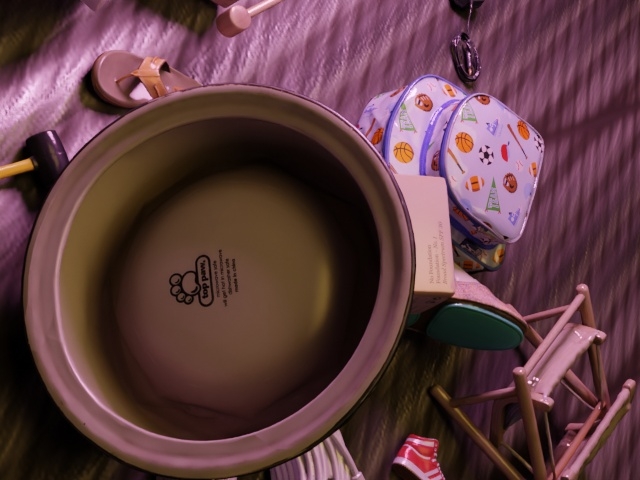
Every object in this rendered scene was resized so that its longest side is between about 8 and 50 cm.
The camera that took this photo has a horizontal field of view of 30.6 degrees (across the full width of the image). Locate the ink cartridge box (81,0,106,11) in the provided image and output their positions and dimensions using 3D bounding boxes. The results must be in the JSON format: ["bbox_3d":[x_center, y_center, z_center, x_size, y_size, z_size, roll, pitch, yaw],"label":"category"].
[{"bbox_3d":[-0.264,-0.412,1.328,0.207,0.119,0.353,39,60,-6],"label":"ink cartridge box"}]

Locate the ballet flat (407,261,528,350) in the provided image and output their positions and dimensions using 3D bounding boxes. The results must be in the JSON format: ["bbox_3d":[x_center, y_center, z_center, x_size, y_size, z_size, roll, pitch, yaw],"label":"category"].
[{"bbox_3d":[0.141,0.071,1.588,0.316,0.107,0.106,13,53,-23],"label":"ballet flat"}]

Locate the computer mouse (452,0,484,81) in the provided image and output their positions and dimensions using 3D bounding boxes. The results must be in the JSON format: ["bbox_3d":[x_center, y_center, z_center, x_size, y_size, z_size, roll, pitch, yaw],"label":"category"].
[{"bbox_3d":[0.241,-0.377,1.945,0.071,0.041,0.242,13,73,-32],"label":"computer mouse"}]

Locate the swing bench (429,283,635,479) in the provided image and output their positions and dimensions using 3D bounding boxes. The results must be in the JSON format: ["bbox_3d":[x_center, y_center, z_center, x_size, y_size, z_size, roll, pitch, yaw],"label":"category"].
[{"bbox_3d":[0.334,0.245,1.717,0.253,0.165,0.255,-41,106,-45],"label":"swing bench"}]

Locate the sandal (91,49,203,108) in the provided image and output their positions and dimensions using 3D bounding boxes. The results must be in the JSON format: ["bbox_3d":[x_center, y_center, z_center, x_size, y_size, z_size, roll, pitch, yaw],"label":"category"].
[{"bbox_3d":[-0.198,-0.192,1.423,0.180,0.049,0.072,12,67,-42],"label":"sandal"}]

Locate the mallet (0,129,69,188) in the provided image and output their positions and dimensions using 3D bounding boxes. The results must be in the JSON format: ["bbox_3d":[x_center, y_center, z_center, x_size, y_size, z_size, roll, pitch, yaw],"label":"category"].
[{"bbox_3d":[-0.346,-0.060,1.242,0.189,0.039,0.062,-32,96,-42],"label":"mallet"}]

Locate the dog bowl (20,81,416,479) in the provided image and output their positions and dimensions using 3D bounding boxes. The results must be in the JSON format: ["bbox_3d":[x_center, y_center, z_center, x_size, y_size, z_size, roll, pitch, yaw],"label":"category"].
[{"bbox_3d":[-0.093,0.049,1.220,0.150,0.408,0.408,51,33,-70],"label":"dog bowl"}]

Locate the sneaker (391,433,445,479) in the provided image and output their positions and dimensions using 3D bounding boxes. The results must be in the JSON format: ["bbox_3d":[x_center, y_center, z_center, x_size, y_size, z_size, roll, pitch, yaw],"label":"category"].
[{"bbox_3d":[0.152,0.314,1.598,0.118,0.042,0.067,45,52,-21],"label":"sneaker"}]

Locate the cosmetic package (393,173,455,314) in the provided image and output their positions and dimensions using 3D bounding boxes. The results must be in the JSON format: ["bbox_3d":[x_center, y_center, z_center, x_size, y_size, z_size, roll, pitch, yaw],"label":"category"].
[{"bbox_3d":[0.000,0.000,1.433,0.309,0.113,0.160,3,72,-23],"label":"cosmetic package"}]

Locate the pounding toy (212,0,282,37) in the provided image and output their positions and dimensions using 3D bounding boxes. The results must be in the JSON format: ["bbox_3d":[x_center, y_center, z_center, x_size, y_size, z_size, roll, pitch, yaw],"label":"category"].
[{"bbox_3d":[-0.127,-0.348,1.517,0.181,0.094,0.206,22,61,-38],"label":"pounding toy"}]

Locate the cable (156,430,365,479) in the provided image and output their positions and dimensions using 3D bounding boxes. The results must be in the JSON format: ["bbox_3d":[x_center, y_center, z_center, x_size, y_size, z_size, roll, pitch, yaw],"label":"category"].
[{"bbox_3d":[-0.072,0.275,1.356,0.257,0.089,0.257,-20,90,-46],"label":"cable"}]

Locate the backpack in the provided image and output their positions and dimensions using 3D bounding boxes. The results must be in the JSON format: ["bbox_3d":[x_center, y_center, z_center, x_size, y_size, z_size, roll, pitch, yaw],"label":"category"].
[{"bbox_3d":[0.171,-0.098,1.659,0.263,0.213,0.276,29,59,-22],"label":"backpack"}]
